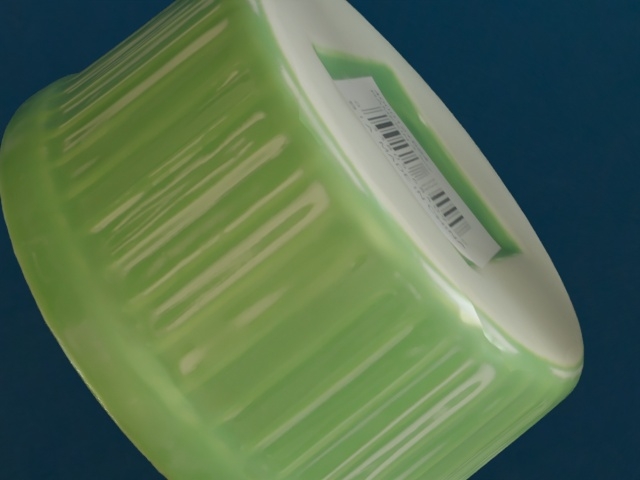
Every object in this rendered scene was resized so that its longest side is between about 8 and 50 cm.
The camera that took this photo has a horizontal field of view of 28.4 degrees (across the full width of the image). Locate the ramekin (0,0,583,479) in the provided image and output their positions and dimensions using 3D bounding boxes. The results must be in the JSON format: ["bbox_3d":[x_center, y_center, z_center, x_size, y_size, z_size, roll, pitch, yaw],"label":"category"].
[{"bbox_3d":[0.000,0.000,0.652,0.148,0.303,0.303,-38,-102,18],"label":"ramekin"}]
